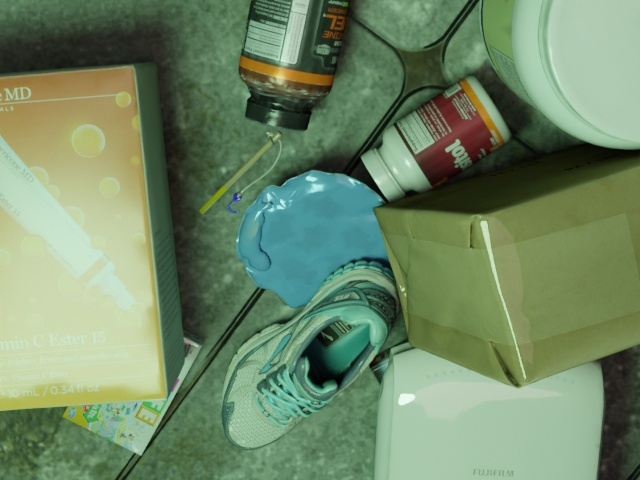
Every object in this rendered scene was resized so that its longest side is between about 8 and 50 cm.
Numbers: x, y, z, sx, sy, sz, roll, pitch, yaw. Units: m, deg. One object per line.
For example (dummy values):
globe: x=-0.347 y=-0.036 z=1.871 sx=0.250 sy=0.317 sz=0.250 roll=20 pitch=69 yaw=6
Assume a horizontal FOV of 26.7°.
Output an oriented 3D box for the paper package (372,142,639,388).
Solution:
paper package: x=0.261 y=0.004 z=1.364 sx=0.325 sy=0.309 sz=0.168 roll=-18 pitch=98 yaw=-15

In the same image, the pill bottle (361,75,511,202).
pill bottle: x=0.125 y=-0.106 z=1.478 sx=0.152 sy=0.086 sz=0.086 roll=-33 pitch=102 yaw=7

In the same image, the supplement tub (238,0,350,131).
supplement tub: x=-0.028 y=-0.219 z=1.437 sx=0.106 sy=0.106 sz=0.198 roll=11 pitch=104 yaw=-4

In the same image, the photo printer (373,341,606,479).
photo printer: x=0.187 y=0.253 z=1.516 sx=0.256 sy=0.107 sz=0.307 roll=3 pitch=104 yaw=-2

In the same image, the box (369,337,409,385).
box: x=0.154 y=0.203 z=1.578 sx=0.114 sy=0.036 sz=0.207 roll=-29 pitch=103 yaw=6

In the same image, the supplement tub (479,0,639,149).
supplement tub: x=0.292 y=-0.218 z=1.332 sx=0.235 sy=0.325 sz=0.235 roll=0 pitch=103 yaw=-2

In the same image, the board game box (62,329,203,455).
board game box: x=-0.217 y=0.159 z=1.562 sx=0.103 sy=0.026 sz=0.154 roll=27 pitch=101 yaw=-8

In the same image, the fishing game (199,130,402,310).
fishing game: x=0.000 y=0.000 z=1.509 sx=0.264 sy=0.041 sz=0.189 roll=33 pitch=119 yaw=-17

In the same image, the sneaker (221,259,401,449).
sneaker: x=-0.024 y=0.143 z=1.499 sx=0.110 sy=0.122 sz=0.283 roll=36 pitch=114 yaw=-11

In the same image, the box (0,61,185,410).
box: x=-0.272 y=-0.008 z=1.431 sx=0.215 sy=0.168 sz=0.345 roll=-5 pitch=98 yaw=1
